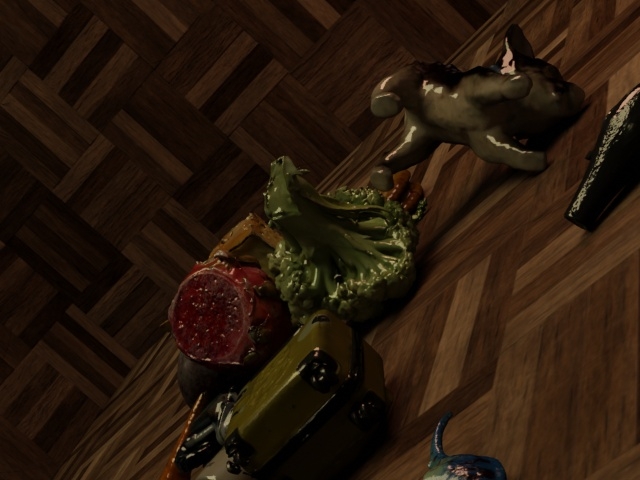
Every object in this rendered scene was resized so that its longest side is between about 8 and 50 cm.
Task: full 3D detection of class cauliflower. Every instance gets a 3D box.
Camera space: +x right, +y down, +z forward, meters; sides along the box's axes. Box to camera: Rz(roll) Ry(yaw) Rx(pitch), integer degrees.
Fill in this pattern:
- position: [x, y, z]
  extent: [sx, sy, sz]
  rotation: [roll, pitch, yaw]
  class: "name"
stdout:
- position: [0.008, 0.022, 1.851]
  extent: [0.327, 0.281, 0.260]
  rotation: [0, 78, 58]
  class: "cauliflower"

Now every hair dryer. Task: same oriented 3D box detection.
- position: [0.351, -0.099, 1.398]
  extent: [0.195, 0.075, 0.219]
  rotation: [-57, -2, -1]
  class: "hair dryer"

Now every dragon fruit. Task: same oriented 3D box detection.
- position: [-0.151, 0.125, 1.922]
  extent: [0.147, 0.282, 0.211]
  rotation: [33, -100, -59]
  class: "dragon fruit"

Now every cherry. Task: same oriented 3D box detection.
- position: [-0.176, 0.236, 2.094]
  extent: [0.195, 0.195, 0.195]
  rotation: [-46, 8, 9]
  class: "cherry"

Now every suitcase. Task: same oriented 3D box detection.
- position: [-0.010, 0.213, 1.431]
  extent: [0.194, 0.143, 0.235]
  rotation: [-46, 9, 13]
  class: "suitcase"

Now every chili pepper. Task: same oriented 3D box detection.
- position: [0.175, -0.044, 2.123]
  extent: [0.083, 0.022, 0.027]
  rotation: [-51, 9, 6]
  class: "chili pepper"

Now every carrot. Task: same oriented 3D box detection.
- position: [-0.231, 0.375, 1.904]
  extent: [0.061, 0.061, 0.256]
  rotation: [-173, 107, -80]
  class: "carrot"

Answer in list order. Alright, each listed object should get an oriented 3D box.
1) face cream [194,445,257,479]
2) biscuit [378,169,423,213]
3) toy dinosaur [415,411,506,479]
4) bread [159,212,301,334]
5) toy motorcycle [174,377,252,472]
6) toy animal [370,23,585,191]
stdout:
- position: [-0.099, 0.309, 1.640]
  extent: [0.143, 0.089, 0.314]
  rotation: [-40, 9, 48]
  class: "face cream"
- position: [0.117, -0.047, 2.287]
  extent: [0.220, 0.066, 0.220]
  rotation: [-47, 7, 8]
  class: "biscuit"
- position: [0.111, 0.229, 0.970]
  extent: [0.144, 0.076, 0.329]
  rotation: [-42, 10, -6]
  class: "toy dinosaur"
- position: [-0.156, 0.123, 2.296]
  extent: [0.315, 0.248, 0.279]
  rotation: [-52, 6, -3]
  class: "bread"
- position: [-0.126, 0.283, 1.853]
  extent: [0.159, 0.106, 0.270]
  rotation: [-36, 2, 39]
  class: "toy motorcycle"
- position: [0.260, -0.228, 1.837]
  extent: [0.344, 0.194, 0.303]
  rotation: [-1, 27, 32]
  class: "toy animal"
